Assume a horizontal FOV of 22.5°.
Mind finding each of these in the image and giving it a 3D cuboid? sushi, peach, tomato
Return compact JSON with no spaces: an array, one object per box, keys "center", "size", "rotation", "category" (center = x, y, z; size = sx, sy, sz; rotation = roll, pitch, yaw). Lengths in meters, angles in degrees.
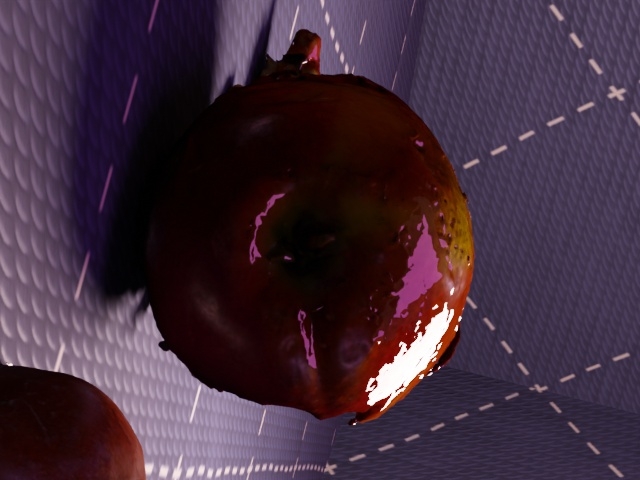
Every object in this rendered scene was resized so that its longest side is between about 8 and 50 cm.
[{"center":[-0.046,-0.154,2.011],"size":[0.097,0.103,0.226],"rotation":[30,74,-54],"category":"sushi"},{"center":[0.000,0.000,1.667],"size":[0.416,0.339,0.353],"rotation":[50,56,-85],"category":"peach"},{"center":[-0.207,0.198,1.205],"size":[0.214,0.155,0.180],"rotation":[-63,161,-57],"category":"tomato"}]

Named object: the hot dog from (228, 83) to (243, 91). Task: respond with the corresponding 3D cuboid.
[{"center":[-0.102,-0.119,1.844],"size":[0.062,0.038,0.144],"rotation":[92,14,-57],"category":"hot dog"}]
